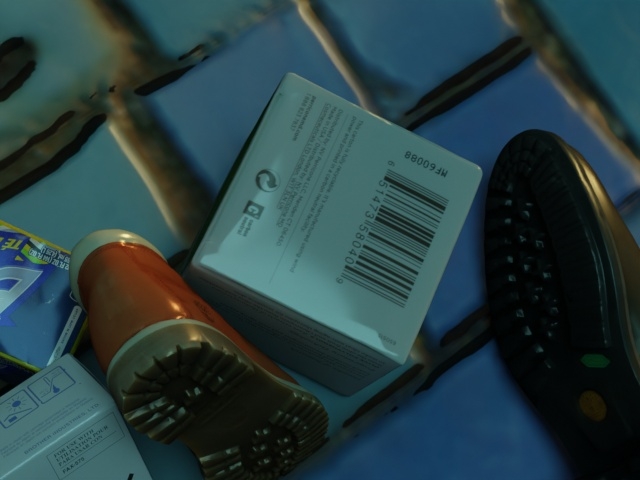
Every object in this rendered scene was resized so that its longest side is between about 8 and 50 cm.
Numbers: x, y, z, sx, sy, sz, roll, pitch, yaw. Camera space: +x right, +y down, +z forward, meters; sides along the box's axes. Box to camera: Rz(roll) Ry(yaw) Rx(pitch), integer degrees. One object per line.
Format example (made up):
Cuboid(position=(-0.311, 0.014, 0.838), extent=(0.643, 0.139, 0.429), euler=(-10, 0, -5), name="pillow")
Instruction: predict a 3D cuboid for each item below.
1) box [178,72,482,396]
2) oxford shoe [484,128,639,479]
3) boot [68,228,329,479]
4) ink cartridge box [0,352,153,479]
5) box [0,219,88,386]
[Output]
Cuboid(position=(0.000, 0.000, 0.586), extent=(0.102, 0.087, 0.101), euler=(26, 70, -5), name="box")
Cuboid(position=(0.147, 0.051, 0.625), extent=(0.096, 0.083, 0.227), euler=(-11, 76, -38), name="oxford shoe")
Cuboid(position=(-0.050, 0.052, 0.545), extent=(0.059, 0.158, 0.085), euler=(-38, 55, -2), name="boot")
Cuboid(position=(-0.157, 0.142, 0.500), extent=(0.207, 0.046, 0.097), euler=(-33, 129, -21), name="ink cartridge box")
Cuboid(position=(-0.179, 0.008, 0.552), extent=(0.169, 0.059, 0.054), euler=(24, 70, -7), name="box")
